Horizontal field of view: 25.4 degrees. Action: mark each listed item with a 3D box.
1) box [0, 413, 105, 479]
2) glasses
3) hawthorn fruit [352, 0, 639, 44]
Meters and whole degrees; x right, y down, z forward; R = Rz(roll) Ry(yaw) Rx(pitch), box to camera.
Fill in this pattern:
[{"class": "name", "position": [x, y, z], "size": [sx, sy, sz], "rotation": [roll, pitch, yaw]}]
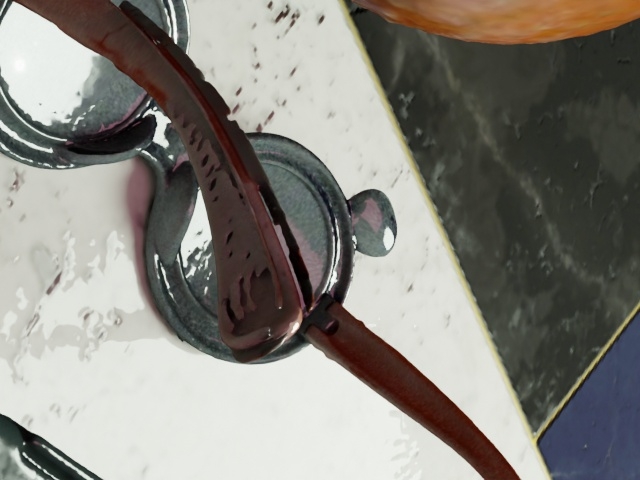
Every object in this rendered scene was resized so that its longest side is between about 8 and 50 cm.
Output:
[{"class": "box", "position": [-0.141, 0.144, 0.519], "size": [0.230, 0.050, 0.160], "rotation": [45, 65, -38]}, {"class": "glasses", "position": [0.000, 0.000, 0.498], "size": [0.118, 0.268, 0.234], "rotation": [-44, 127, -9]}, {"class": "hawthorn fruit", "position": [0.069, -0.191, 0.584], "size": [0.231, 0.263, 0.235], "rotation": [-84, 158, -49]}]
